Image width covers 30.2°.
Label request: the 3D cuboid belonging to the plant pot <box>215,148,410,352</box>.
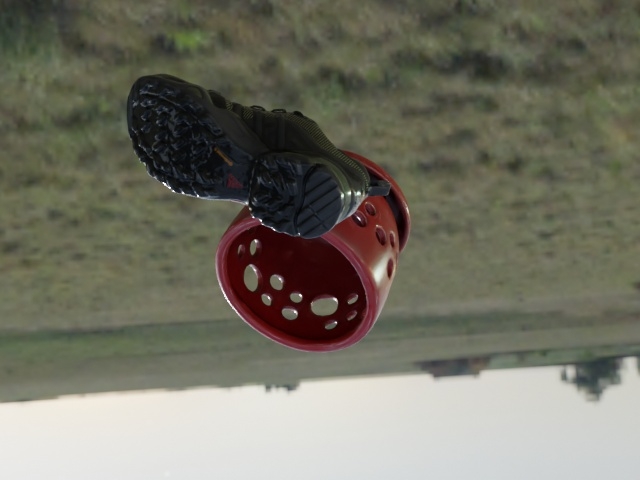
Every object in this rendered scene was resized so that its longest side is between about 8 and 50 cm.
[{"bbox_3d":[0.000,0.000,1.329,0.191,0.191,0.174,-7,-146,30],"label":"plant pot"}]

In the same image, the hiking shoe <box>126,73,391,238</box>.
[{"bbox_3d":[-0.057,-0.071,0.972,0.227,0.086,0.114,31,-156,23],"label":"hiking shoe"}]
